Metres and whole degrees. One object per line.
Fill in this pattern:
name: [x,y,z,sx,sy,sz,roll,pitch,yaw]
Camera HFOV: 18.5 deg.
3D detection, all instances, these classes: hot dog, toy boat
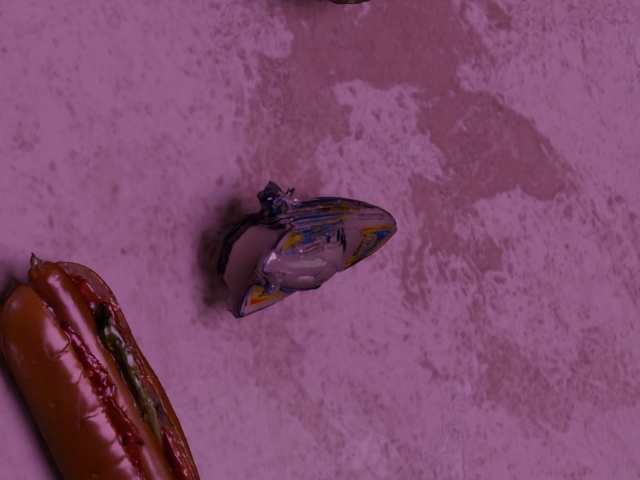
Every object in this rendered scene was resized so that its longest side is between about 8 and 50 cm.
hot dog: [-0.138,0.111,1.262,0.092,0.062,0.235,-41,115,-36]
toy boat: [0.000,0.000,1.408,0.210,0.066,0.084,-13,136,-56]

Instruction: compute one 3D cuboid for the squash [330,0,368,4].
squash: [0.020,-0.312,1.346,0.233,0.210,0.309,-36,109,-28]
